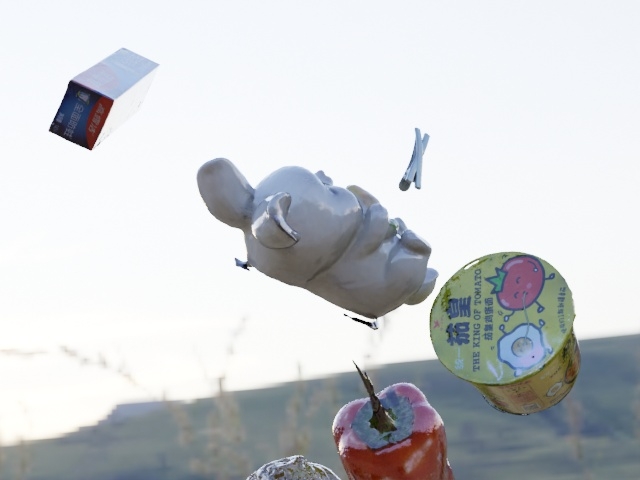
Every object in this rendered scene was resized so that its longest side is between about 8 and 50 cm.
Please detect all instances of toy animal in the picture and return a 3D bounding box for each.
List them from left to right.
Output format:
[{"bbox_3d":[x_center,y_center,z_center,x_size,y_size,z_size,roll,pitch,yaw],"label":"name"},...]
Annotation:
[{"bbox_3d":[-0.001,-0.002,1.870,0.208,0.154,0.325,31,9,39],"label":"toy animal"}]

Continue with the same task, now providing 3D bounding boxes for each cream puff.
[{"bbox_3d":[-0.035,0.298,1.644,0.103,0.144,0.126,27,-69,-37],"label":"cream puff"}]

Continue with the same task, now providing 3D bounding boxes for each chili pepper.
[{"bbox_3d":[0.052,0.151,1.130,0.086,0.084,0.192,32,-25,43],"label":"chili pepper"}]

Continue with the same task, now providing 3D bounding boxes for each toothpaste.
[{"bbox_3d":[-0.281,-0.191,2.017,0.066,0.076,0.320,25,15,-3],"label":"toothpaste"}]

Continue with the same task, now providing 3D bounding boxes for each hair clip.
[{"bbox_3d":[0.146,-0.126,2.397,0.030,0.115,0.039,36,-38,-27],"label":"hair clip"}]

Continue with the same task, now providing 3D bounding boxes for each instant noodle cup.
[{"bbox_3d":[0.241,0.126,1.896,0.182,0.182,0.144,-9,-32,19],"label":"instant noodle cup"}]
